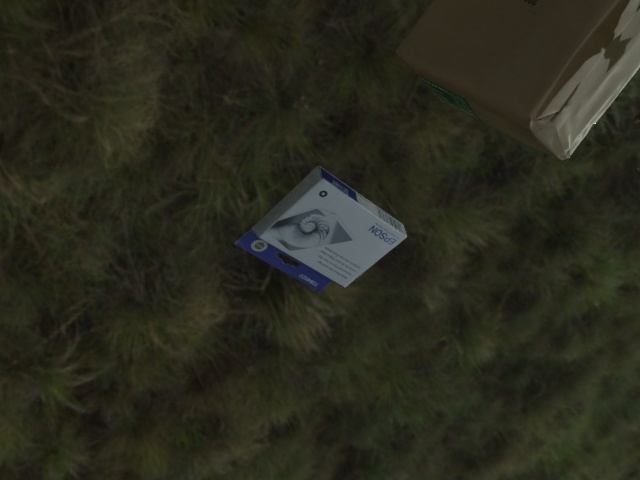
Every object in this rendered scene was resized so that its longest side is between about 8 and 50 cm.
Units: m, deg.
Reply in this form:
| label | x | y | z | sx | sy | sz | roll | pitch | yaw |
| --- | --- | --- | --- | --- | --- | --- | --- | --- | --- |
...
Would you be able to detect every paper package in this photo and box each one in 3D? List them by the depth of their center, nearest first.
| label | x | y | z | sx | sy | sz | roll | pitch | yaw |
| --- | --- | --- | --- | --- | --- | --- | --- | --- | --- |
| paper package | 0.344 | -0.334 | 1.264 | 0.309 | 0.325 | 0.168 | -52 | 139 | 2 |

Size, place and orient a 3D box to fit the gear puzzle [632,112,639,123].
| label | x | y | z | sx | sy | sz | roll | pitch | yaw |
| --- | --- | --- | --- | --- | --- | --- | --- | --- | --- |
| gear puzzle | 0.702 | -0.301 | 1.387 | 0.175 | 0.044 | 0.339 | -45 | 177 | -5 |

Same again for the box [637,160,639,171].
| label | x | y | z | sx | sy | sz | roll | pitch | yaw |
| --- | --- | --- | --- | --- | --- | --- | --- | --- | --- |
| box | 0.593 | -0.220 | 0.985 | 0.279 | 0.177 | 0.290 | -32 | 142 | -27 |

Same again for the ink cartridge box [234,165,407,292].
| label | x | y | z | sx | sy | sz | roll | pitch | yaw |
| --- | --- | --- | --- | --- | --- | --- | --- | --- | --- |
| ink cartridge box | 0.000 | 0.000 | 1.364 | 0.223 | 0.045 | 0.224 | 31 | 121 | -34 |
